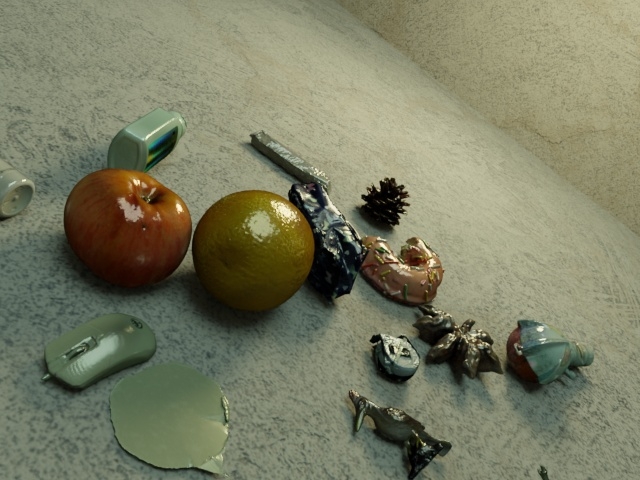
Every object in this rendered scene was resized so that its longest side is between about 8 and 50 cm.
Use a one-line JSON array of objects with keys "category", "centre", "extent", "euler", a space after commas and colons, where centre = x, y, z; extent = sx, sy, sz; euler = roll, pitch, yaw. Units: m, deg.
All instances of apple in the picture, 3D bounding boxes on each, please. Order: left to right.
[{"category": "apple", "centre": [-0.320, -0.028, 0.931], "extent": [0.209, 0.164, 0.209], "euler": [24, 31, -16]}]

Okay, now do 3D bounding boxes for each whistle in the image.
[{"category": "whistle", "centre": [0.548, 0.266, 1.314], "extent": [0.346, 0.133, 0.142], "euler": [14, 31, -42]}]

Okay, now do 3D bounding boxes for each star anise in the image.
[{"category": "star anise", "centre": [0.300, 0.223, 1.197], "extent": [0.212, 0.073, 0.197], "euler": [20, 31, -14]}]

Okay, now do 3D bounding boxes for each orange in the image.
[{"category": "orange", "centre": [-0.119, 0.017, 0.991], "extent": [0.236, 0.236, 0.236], "euler": [22, 33, -15]}]

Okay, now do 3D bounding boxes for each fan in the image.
[{"category": "fan", "centre": [-0.163, 0.291, 0.769], "extent": [0.310, 0.010, 0.182], "euler": [42, 34, 21]}]

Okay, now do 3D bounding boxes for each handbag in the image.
[{"category": "handbag", "centre": [0.000, 0.000, 1.176], "extent": [0.113, 0.162, 0.260], "euler": [-13, 51, -31]}]

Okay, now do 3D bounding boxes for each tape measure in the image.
[{"category": "tape measure", "centre": [0.149, 0.228, 1.080], "extent": [0.091, 0.054, 0.094], "euler": [7, 37, -24]}]

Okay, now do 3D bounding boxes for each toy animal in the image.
[{"category": "toy animal", "centre": [0.130, 0.322, 0.946], "extent": [0.202, 0.070, 0.105], "euler": [32, 21, 10]}]

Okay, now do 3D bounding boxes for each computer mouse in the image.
[{"category": "computer mouse", "centre": [-0.314, 0.150, 0.796], "extent": [0.089, 0.056, 0.182], "euler": [39, 33, 20]}]

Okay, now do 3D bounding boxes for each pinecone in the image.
[{"category": "pinecone", "centre": [0.180, -0.109, 1.507], "extent": [0.140, 0.120, 0.140], "euler": [26, 24, -13]}]

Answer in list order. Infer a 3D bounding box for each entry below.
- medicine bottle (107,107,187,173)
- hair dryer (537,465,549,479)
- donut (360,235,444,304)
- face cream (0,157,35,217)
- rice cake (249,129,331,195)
[{"category": "medicine bottle", "centre": [-0.363, -0.217, 1.192], "extent": [0.083, 0.121, 0.229], "euler": [29, 32, -2]}, {"category": "hair dryer", "centre": [0.389, 0.466, 0.896], "extent": [0.100, 0.057, 0.197], "euler": [-7, 74, -47]}, {"category": "donut", "centre": [0.202, 0.062, 1.324], "extent": [0.233, 0.085, 0.199], "euler": [-1, 45, -39]}, {"category": "face cream", "centre": [-0.607, -0.144, 0.925], "extent": [0.269, 0.082, 0.082], "euler": [36, 32, 7]}, {"category": "rice cake", "centre": [-0.078, -0.212, 1.497], "extent": [0.270, 0.049, 0.055], "euler": [35, 54, 6]}]
